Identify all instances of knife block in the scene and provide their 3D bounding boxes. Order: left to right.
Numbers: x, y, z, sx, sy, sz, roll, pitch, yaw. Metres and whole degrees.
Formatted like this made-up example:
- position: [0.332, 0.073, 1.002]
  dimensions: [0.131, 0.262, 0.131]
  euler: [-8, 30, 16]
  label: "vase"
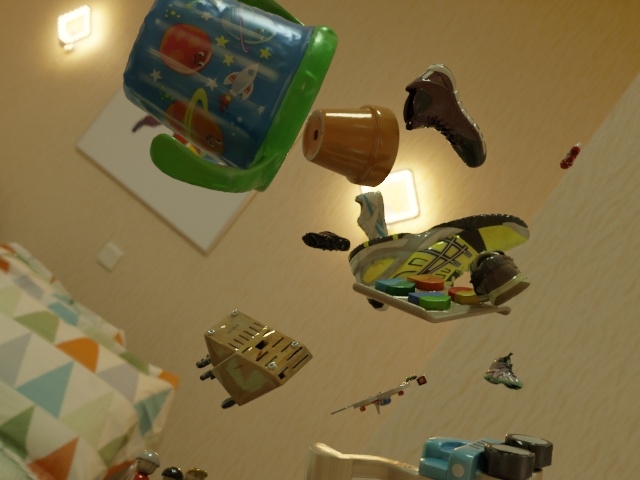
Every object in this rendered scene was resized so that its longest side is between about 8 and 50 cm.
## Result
- position: [-0.131, 0.268, 1.290]
  dimensions: [0.275, 0.088, 0.242]
  euler: [21, -46, 36]
  label: "knife block"

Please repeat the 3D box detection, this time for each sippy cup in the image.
- position: [-0.126, -0.214, 0.868]
  dimensions: [0.224, 0.240, 0.305]
  euler: [26, 15, -10]
  label: "sippy cup"

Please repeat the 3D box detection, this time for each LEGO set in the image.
- position: [0.159, 0.367, 1.530]
  dimensions: [0.244, 0.182, 0.060]
  euler: [-1, 66, -58]
  label: "LEGO set"

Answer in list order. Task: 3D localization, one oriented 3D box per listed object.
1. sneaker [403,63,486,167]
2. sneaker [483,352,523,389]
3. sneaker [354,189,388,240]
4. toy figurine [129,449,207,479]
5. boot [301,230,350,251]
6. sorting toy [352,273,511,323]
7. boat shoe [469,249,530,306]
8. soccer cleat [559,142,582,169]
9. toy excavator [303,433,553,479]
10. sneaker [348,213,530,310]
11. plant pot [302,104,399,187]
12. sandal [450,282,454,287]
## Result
- position: [0.288, -0.279, 1.633]
  dimensions: [0.281, 0.162, 0.106]
  euler: [60, -24, -10]
  label: "sneaker"
- position: [0.371, 0.254, 1.308]
  dimensions: [0.038, 0.069, 0.098]
  euler: [37, -16, -25]
  label: "sneaker"
- position: [0.167, -0.045, 2.144]
  dimensions: [0.087, 0.092, 0.229]
  euler: [108, -26, -80]
  label: "sneaker"
- position: [-0.345, 0.606, 1.576]
  dimensions: [0.209, 0.148, 0.213]
  euler: [4, -36, 23]
  label: "toy figurine"
- position: [0.000, 0.000, 1.526]
  dimensions: [0.099, 0.045, 0.121]
  euler: [6, 5, -41]
  label: "boot"
- position: [0.189, 0.092, 1.125]
  dimensions: [0.208, 0.038, 0.193]
  euler: [1, 10, -36]
  label: "sorting toy"
- position: [0.263, 0.049, 0.996]
  dimensions: [0.073, 0.080, 0.223]
  euler: [60, 8, 5]
  label: "boat shoe"
- position: [0.612, -0.205, 1.608]
  dimensions: [0.029, 0.035, 0.083]
  euler: [37, -32, 16]
  label: "soccer cleat"
- position: [0.243, 0.534, 1.470]
  dimensions: [0.445, 0.222, 0.433]
  euler: [4, -5, 34]
  label: "toy excavator"
- position: [0.259, 0.047, 1.399]
  dimensions: [0.145, 0.384, 0.147]
  euler: [72, 3, -73]
  label: "sneaker"
- position: [0.064, -0.245, 1.644]
  dimensions: [0.187, 0.205, 0.205]
  euler: [6, 10, -26]
  label: "plant pot"
- position: [0.284, 0.052, 1.612]
  dimensions: [0.097, 0.254, 0.054]
  euler: [-9, -56, 21]
  label: "sandal"
